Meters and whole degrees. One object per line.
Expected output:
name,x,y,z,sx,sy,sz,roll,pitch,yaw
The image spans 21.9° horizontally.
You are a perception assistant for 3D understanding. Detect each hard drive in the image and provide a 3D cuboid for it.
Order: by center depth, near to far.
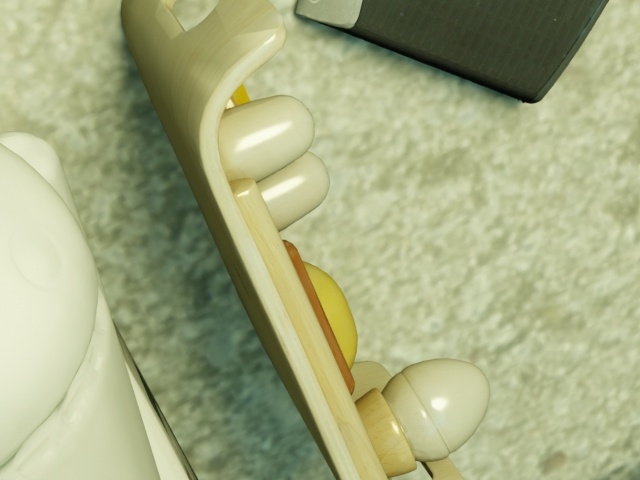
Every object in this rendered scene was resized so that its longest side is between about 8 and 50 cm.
hard drive,0.109,-0.205,0.875,0.172,0.054,0.255,18,106,-23

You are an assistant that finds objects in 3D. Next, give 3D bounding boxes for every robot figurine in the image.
robot figurine,-0.173,0.091,0.677,0.199,0.300,0.353,7,135,17

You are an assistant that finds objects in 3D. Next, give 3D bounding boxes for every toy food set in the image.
toy food set,0.000,0.000,0.838,0.092,0.220,0.306,-25,117,-5

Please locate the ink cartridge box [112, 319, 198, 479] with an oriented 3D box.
ink cartridge box,-0.173,0.145,0.905,0.198,0.115,0.273,-26,117,-5
